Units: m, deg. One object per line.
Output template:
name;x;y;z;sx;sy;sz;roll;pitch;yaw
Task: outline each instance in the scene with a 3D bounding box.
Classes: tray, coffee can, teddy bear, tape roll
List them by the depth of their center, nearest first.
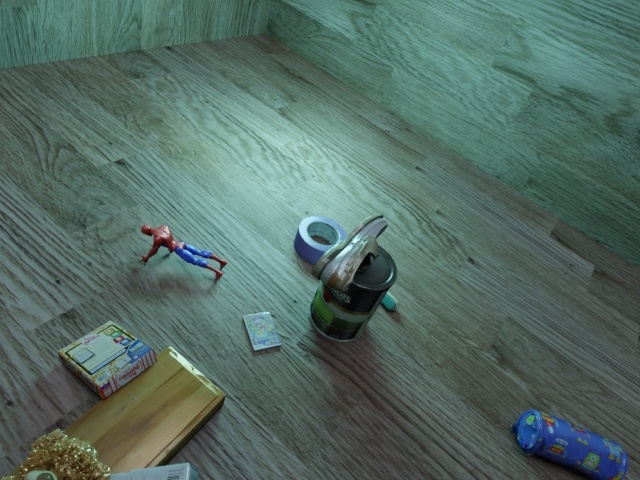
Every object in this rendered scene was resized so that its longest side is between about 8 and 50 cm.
teddy bear;-0.535;0.508;0.749;0.337;0.113;0.245;-37;59;-6
tray;-0.433;0.444;0.985;0.202;0.076;0.411;35;44;14
coffee can;0.095;0.159;1.360;0.201;0.276;0.202;12;42;-11
tape roll;0.000;0.000;1.633;0.188;0.080;0.189;12;42;-11

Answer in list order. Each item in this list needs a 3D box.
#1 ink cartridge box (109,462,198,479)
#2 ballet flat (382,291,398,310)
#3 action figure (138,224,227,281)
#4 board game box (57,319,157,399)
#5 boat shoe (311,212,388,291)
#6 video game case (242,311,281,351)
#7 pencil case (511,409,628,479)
ink cartridge box;-0.361;0.572;0.790;0.238;0.060;0.275;-8;46;1
ballet flat;0.216;0.187;1.564;0.168;0.057;0.052;50;20;22
action figure;-0.455;0.051;1.387;0.280;0.139;0.092;35;34;-20
board game box;-0.527;0.287;1.076;0.193;0.045;0.146;20;36;32
boat shoe;0.107;0.036;1.211;0.103;0.113;0.302;39;54;16
video game case;-0.178;0.274;1.319;0.087;0.011;0.122;-5;49;-28
pencil case;0.733;0.610;1.286;0.305;0.133;0.119;22;1;-2
